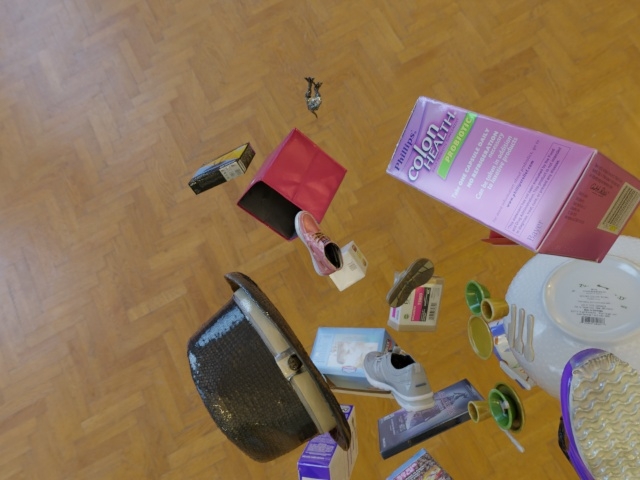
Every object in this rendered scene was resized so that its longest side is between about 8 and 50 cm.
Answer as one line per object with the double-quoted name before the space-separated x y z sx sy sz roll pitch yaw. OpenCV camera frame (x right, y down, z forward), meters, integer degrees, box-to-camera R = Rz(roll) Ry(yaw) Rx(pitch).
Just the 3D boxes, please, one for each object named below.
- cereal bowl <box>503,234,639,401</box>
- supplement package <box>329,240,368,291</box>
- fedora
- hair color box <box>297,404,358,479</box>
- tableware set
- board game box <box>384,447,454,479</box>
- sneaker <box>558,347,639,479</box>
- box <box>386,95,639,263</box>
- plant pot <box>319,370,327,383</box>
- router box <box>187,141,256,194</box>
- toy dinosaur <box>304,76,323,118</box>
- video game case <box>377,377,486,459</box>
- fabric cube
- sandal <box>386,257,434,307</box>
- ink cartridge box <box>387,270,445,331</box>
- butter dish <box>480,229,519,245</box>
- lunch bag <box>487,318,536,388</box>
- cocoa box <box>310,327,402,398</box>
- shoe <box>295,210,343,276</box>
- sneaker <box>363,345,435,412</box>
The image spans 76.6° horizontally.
"cereal bowl" 0.493 0.125 0.713 0.338 0.141 0.339 -22 47 25
"supplement package" 0.122 0.110 1.855 0.133 0.244 0.139 -34 94 14
"fedora" -0.101 0.219 0.638 0.152 0.334 0.334 -33 77 -17
"hair color box" 0.035 0.700 1.310 0.110 0.339 0.185 -3 96 19
"tableware set" 0.170 0.123 0.412 0.024 0.104 0.154 -7 106 -9
"board game box" 0.172 0.531 0.692 0.232 0.291 0.141 -34 83 -8
"sneaker" 0.358 0.255 0.525 0.102 0.146 0.293 -26 101 1
"box" 0.258 -0.083 0.549 0.243 0.213 0.117 40 115 45
"plant pot" -0.095 0.695 1.680 0.292 0.293 0.196 -13 120 2
"router box" -0.288 -0.213 1.193 0.178 0.046 0.133 -19 32 21
"toy dinosaur" -0.024 -0.499 1.415 0.064 0.268 0.118 2 101 0
"video game case" 0.273 0.443 1.025 0.274 0.196 0.026 -28 84 4
"fabric cube" -0.106 -0.194 1.475 0.259 0.254 0.258 36 61 -17
"sandal" 0.242 0.113 1.125 0.180 0.049 0.072 -43 109 -13
"ink cartridge box" 0.394 0.254 1.670 0.193 0.088 0.235 4 97 -20
"butter dish" 0.523 -0.044 1.046 0.160 0.160 0.118 1 88 -22
"lunch bag" 0.840 0.372 1.546 0.327 0.385 0.239 -29 41 26
"cocoa box" 0.154 0.539 1.807 0.347 0.228 0.232 -7 48 32
"shoe" 0.000 0.000 1.005 0.063 0.081 0.178 -21 87 -32
"sneaker" 0.190 0.309 0.995 0.105 0.281 0.115 -5 92 -20
